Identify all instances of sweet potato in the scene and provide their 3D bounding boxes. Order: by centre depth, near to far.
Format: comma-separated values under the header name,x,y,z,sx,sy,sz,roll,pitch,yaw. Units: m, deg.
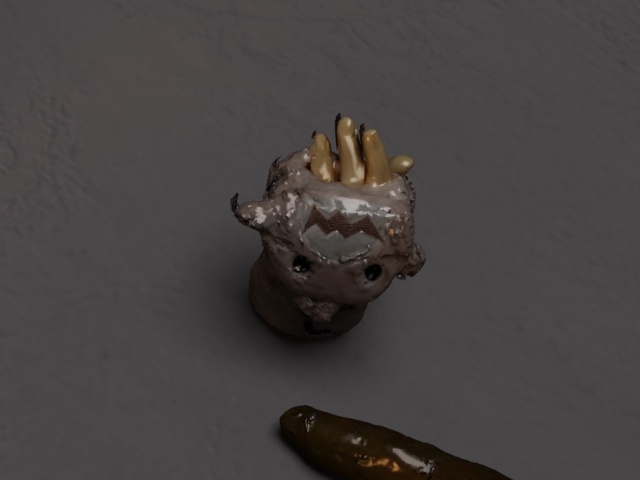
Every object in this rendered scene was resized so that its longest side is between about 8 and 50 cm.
name,x,y,z,sx,sy,sz,roll,pitch,yaw
sweet potato,0.095,0.164,1.097,0.269,0.075,0.075,36,50,12

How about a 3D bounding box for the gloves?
name,x,y,z,sx,sy,sz,roll,pitch,yaw
gloves,0.007,0.002,1.138,0.110,0.144,0.094,-9,57,-1
